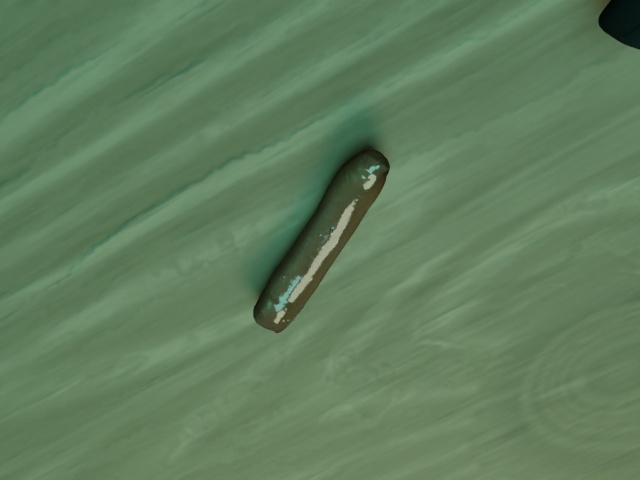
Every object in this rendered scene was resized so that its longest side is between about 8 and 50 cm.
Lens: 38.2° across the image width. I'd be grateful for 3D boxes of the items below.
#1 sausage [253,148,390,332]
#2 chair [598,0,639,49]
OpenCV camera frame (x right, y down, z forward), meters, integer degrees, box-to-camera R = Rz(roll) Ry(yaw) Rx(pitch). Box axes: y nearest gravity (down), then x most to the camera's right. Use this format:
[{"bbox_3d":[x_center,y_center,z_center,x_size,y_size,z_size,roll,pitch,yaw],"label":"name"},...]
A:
[{"bbox_3d":[0.000,0.000,0.771,0.043,0.043,0.186,29,113,-11],"label":"sausage"},{"bbox_3d":[0.297,-0.217,0.639,0.095,0.104,0.221,25,112,-28],"label":"chair"}]
